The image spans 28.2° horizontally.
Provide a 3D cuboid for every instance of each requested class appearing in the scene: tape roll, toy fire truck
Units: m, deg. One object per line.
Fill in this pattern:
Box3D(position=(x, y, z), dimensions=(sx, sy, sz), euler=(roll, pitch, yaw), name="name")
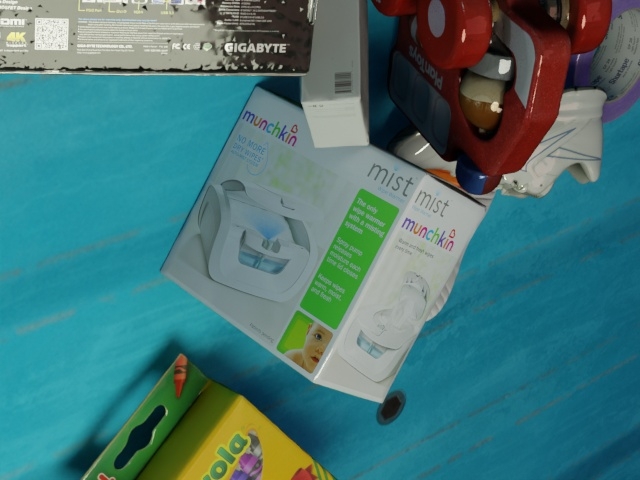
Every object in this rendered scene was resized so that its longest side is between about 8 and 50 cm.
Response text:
Box3D(position=(0.363, -0.253, 1.667), dimensions=(0.189, 0.080, 0.189), euler=(-24, 129, -33), name="tape roll")
Box3D(position=(0.158, -0.190, 1.316), dimensions=(0.169, 0.302, 0.254), euler=(-11, 128, -20), name="toy fire truck")

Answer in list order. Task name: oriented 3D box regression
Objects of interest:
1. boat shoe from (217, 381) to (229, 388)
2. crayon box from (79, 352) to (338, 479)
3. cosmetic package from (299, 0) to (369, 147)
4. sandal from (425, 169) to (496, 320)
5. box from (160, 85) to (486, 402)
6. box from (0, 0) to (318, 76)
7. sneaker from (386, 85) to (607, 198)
Box3D(position=(-0.157, 0.289, 1.474), dimensions=(0.089, 0.109, 0.258), euler=(-1, 98, -37), name="boat shoe")
Box3D(position=(-0.098, 0.298, 1.404), dimensions=(0.318, 0.081, 0.202), euler=(45, 74, -31), name="crayon box")
Box3D(position=(0.013, -0.218, 1.229), dimensions=(0.099, 0.060, 0.239), euler=(67, 21, -66), name="cosmetic package")
Box3D(position=(0.135, -0.018, 1.566), dimensions=(0.102, 0.076, 0.265), euler=(31, 68, -13), name="sandal")
Box3D(position=(0.000, 0.000, 1.314), dimensions=(0.126, 0.262, 0.231), euler=(22, 98, -49), name="box")
Box3D(position=(-0.155, -0.267, 1.044), dimensions=(0.321, 0.079, 0.257), euler=(-2, 116, -17), name="box")
Box3D(position=(0.222, -0.109, 1.524), dimensions=(0.297, 0.111, 0.129), euler=(-9, 92, -18), name="sneaker")
